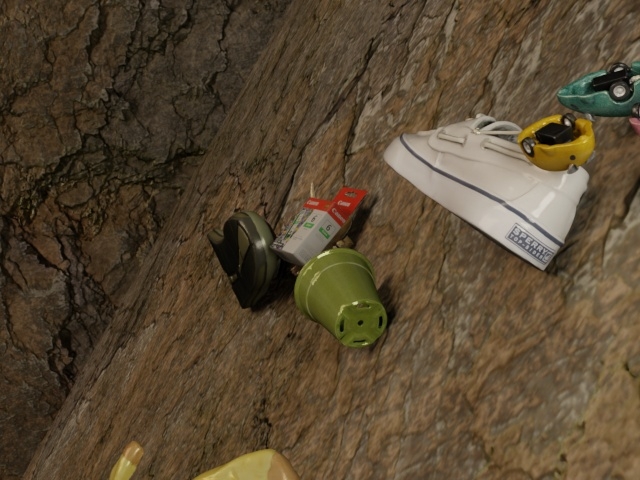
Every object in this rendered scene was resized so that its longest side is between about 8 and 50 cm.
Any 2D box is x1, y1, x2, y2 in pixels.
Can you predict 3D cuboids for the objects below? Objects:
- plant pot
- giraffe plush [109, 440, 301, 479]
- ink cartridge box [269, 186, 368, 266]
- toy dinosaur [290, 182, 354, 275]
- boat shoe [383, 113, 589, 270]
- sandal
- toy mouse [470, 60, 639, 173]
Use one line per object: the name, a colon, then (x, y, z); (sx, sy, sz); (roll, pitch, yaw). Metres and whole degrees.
plant pot: (0.025, 0.061, 0.913); (0.083, 0.083, 0.079); (-58, 27, 13)
giraffe plush: (-0.089, 0.262, 0.802); (0.170, 0.210, 0.181); (61, -140, -69)
ink cartridge box: (-0.002, -0.024, 1.108); (0.115, 0.029, 0.063); (-51, 26, -12)
toy dinosaur: (0.000, 0.000, 1.168); (0.092, 0.053, 0.183); (-44, 25, 6)
boat shoe: (0.130, -0.054, 0.762); (0.084, 0.095, 0.258); (-56, 26, 6)
sandal: (-0.084, 0.021, 1.305); (0.086, 0.120, 0.303); (-25, 0, -16)
toy mouse: (0.201, -0.083, 0.623); (0.143, 0.031, 0.161); (-33, 25, -16)
